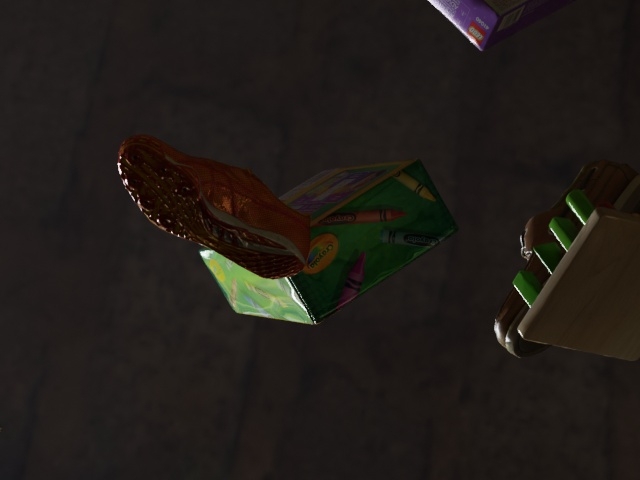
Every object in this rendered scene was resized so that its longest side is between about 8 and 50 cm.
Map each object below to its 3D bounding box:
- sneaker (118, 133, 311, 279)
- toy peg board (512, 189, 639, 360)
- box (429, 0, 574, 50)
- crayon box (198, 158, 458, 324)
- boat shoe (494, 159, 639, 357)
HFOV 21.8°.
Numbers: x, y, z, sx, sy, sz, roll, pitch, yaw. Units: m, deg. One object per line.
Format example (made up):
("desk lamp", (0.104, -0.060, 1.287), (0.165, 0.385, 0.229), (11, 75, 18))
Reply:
("sneaker", (-0.082, -0.033, 1.272), (0.064, 0.175, 0.067), (-32, 37, 36))
("toy peg board", (0.291, 0.028, 1.712), (0.161, 0.160, 0.079), (-60, 36, 26))
("box", (0.201, -0.326, 1.693), (0.293, 0.201, 0.057), (-30, -22, -34))
("crayon box", (0.000, 0.000, 1.612), (0.081, 0.165, 0.278), (60, 165, -10))
("boat shoe", (0.300, 0.020, 2.071), (0.307, 0.104, 0.111), (-44, -34, -26))
